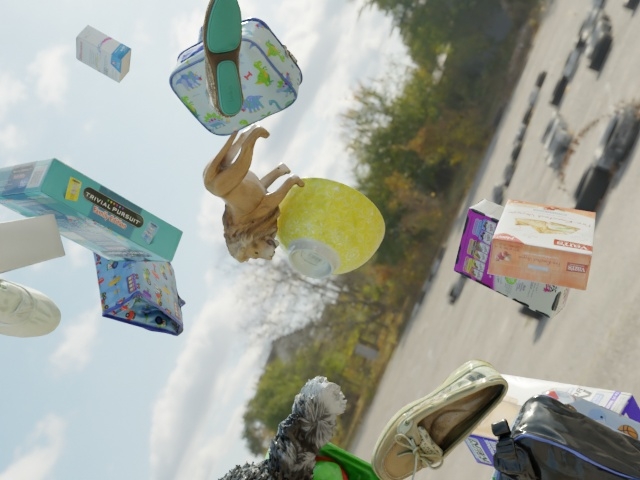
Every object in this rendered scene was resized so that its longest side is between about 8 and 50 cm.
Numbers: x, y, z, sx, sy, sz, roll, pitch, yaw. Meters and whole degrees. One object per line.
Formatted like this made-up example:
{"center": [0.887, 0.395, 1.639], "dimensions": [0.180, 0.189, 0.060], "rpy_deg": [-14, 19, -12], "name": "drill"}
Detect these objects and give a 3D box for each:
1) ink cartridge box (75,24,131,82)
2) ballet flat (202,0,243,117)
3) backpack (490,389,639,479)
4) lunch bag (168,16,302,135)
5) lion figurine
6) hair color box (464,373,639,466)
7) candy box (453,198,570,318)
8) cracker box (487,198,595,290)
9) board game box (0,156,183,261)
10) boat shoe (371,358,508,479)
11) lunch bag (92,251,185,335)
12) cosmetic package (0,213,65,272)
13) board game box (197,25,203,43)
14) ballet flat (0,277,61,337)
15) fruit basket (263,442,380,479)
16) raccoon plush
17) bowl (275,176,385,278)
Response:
{"center": [-0.519, -0.447, 2.088], "dimensions": [0.052, 0.122, 0.088], "rpy_deg": [-62, 0, -32], "name": "ink cartridge box"}
{"center": [-0.165, -0.304, 1.416], "dimensions": [0.067, 0.073, 0.206], "rpy_deg": [28, 121, 54], "name": "ballet flat"}
{"center": [0.362, 0.367, 1.259], "dimensions": [0.213, 0.276, 0.263], "rpy_deg": [-38, -32, -54], "name": "backpack"}
{"center": [-0.154, -0.298, 1.589], "dimensions": [0.219, 0.176, 0.090], "rpy_deg": [-20, 39, 32], "name": "lunch bag"}
{"center": [-0.178, -0.117, 1.965], "dimensions": [0.240, 0.142, 0.392], "rpy_deg": [-42, -41, -4], "name": "lion figurine"}
{"center": [0.476, 0.392, 1.809], "dimensions": [0.185, 0.110, 0.339], "rpy_deg": [-46, 24, -29], "name": "hair color box"}
{"center": [0.401, 0.035, 1.778], "dimensions": [0.071, 0.233, 0.159], "rpy_deg": [-29, -42, -45], "name": "candy box"}
{"center": [0.374, 0.001, 1.461], "dimensions": [0.232, 0.155, 0.067], "rpy_deg": [-48, -35, -64], "name": "cracker box"}
{"center": [-0.506, -0.057, 1.884], "dimensions": [0.336, 0.254, 0.079], "rpy_deg": [33, -113, -38], "name": "board game box"}
{"center": [0.206, 0.323, 1.532], "dimensions": [0.285, 0.104, 0.089], "rpy_deg": [-45, 14, 0], "name": "boat shoe"}
{"center": [-0.472, 0.129, 2.424], "dimensions": [0.293, 0.138, 0.221], "rpy_deg": [34, -149, -51], "name": "lunch bag"}
{"center": [-0.684, 0.044, 1.560], "dimensions": [0.377, 0.284, 0.097], "rpy_deg": [-25, -77, -74], "name": "cosmetic package"}
{"center": [-0.217, -0.401, 1.843], "dimensions": [0.020, 0.090, 0.090], "rpy_deg": [136, 144, -54], "name": "board game box"}
{"center": [-0.830, 0.130, 2.127], "dimensions": [0.139, 0.400, 0.139], "rpy_deg": [-60, 14, 26], "name": "ballet flat"}
{"center": [-0.019, 0.576, 1.699], "dimensions": [0.392, 0.283, 0.392], "rpy_deg": [-41, 30, 30], "name": "fruit basket"}
{"center": [-0.141, 0.437, 1.425], "dimensions": [0.299, 0.216, 0.446], "rpy_deg": [-6, 38, 45], "name": "raccoon plush"}
{"center": [0.000, 0.000, 2.126], "dimensions": [0.289, 0.289, 0.156], "rpy_deg": [103, -174, -55], "name": "bowl"}
